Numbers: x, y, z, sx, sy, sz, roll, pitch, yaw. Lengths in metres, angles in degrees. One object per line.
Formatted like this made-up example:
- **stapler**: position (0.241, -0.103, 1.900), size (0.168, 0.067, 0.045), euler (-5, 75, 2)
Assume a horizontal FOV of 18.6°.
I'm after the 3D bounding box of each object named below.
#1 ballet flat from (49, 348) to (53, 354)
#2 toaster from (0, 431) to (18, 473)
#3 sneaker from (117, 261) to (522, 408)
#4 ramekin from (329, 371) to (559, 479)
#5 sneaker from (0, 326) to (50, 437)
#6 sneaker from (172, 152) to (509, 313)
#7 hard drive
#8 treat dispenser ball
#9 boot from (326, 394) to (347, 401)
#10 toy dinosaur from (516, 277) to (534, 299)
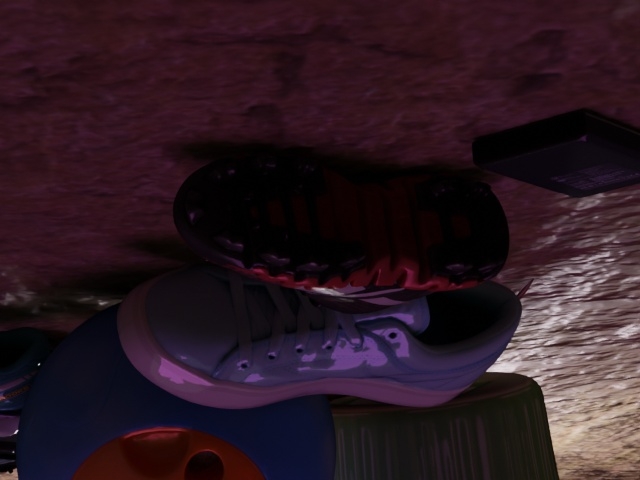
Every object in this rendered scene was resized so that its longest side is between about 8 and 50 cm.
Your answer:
- **ballet flat**: position (-0.259, 0.150, 2.008), size (0.084, 0.058, 0.250), euler (30, -178, 22)
- **toaster**: position (-0.370, 0.191, 2.079), size (0.168, 0.110, 0.186), euler (-14, 163, 38)
- **sneaker**: position (0.010, 0.055, 1.656), size (0.366, 0.135, 0.150), euler (2, 147, -35)
- **ramekin**: position (0.103, 0.229, 2.048), size (0.303, 0.148, 0.303), euler (-6, -177, 0)
- **sneaker**: position (-0.381, 0.101, 1.792), size (0.275, 0.107, 0.110), euler (7, 131, -19)
- **sneaker**: position (0.000, 0.000, 1.429), size (0.276, 0.097, 0.135), euler (4, 162, -35)
- **hard drive**: position (0.184, -0.059, 1.396), size (0.094, 0.022, 0.135), euler (-14, 163, 36)
- **treat dispenser ball**: position (-0.129, 0.191, 1.770), size (0.288, 0.288, 0.288), euler (-4, 166, -1)
- **boot**: position (0.080, 0.117, 1.997), size (0.152, 0.073, 0.197), euler (-11, 177, 30)
- **toy dinosaur**: position (0.102, 0.087, 1.888), size (0.211, 0.064, 0.112), euler (-5, 165, 3)
